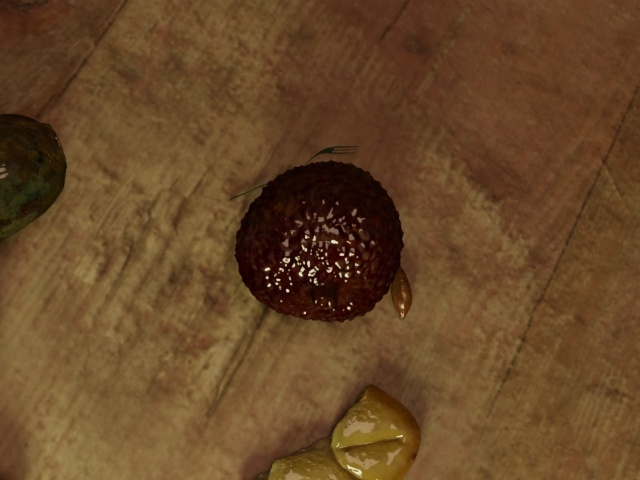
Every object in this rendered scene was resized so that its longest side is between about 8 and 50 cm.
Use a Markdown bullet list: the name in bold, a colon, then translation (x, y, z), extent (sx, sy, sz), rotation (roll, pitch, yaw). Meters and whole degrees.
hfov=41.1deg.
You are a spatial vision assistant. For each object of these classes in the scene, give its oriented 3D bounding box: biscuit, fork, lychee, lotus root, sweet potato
- **biscuit**: translation (0.027, 0.351, 1.291), extent (0.299, 0.045, 0.154), rotation (-34, 88, -19)
- **fork**: translation (-0.045, -0.118, 1.401), extent (0.235, 0.039, 0.021), rotation (-22, 78, -15)
- **lychee**: translation (0.000, 0.000, 1.272), extent (0.260, 0.260, 0.261), rotation (4, 75, -13)
- **lotus root**: translation (-0.488, -0.073, 1.202), extent (0.274, 0.152, 0.160), rotation (-34, 130, -19)
- **sweet potato**: translation (0.131, 0.081, 1.392), extent (0.034, 0.034, 0.095), rotation (-6, 80, -16)

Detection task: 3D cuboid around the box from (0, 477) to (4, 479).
- **box**: translation (-0.488, 0.398, 1.123), extent (0.146, 0.088, 0.200), rotation (34, 71, -5)
